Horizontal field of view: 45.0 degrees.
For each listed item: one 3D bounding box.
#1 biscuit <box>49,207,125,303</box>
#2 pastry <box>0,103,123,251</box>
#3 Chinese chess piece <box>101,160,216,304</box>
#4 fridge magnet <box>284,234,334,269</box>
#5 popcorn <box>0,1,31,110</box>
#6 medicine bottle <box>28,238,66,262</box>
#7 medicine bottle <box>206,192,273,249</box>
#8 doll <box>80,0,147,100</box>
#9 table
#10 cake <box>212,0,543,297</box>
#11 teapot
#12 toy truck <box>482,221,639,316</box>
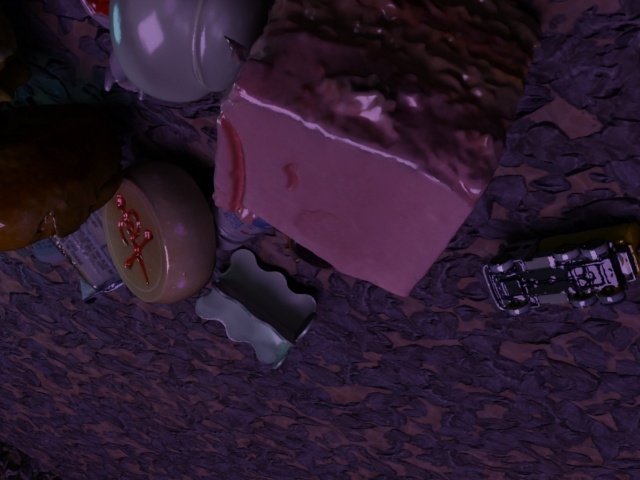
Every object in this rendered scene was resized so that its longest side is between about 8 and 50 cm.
[{"bbox_3d":[-0.441,-0.015,1.473,0.079,0.186,0.309,52,172,44],"label":"biscuit"},{"bbox_3d":[-0.482,-0.101,1.206,0.355,0.356,0.164,3,121,25],"label":"pastry"},{"bbox_3d":[-0.282,-0.013,1.330,0.250,0.097,0.251,22,120,44],"label":"Chinese chess piece"},{"bbox_3d":[0.000,0.000,1.332,0.143,0.063,0.143,17,144,13],"label":"fridge magnet"},{"bbox_3d":[-0.586,-0.287,1.118,0.290,0.321,0.325,-15,176,-16],"label":"popcorn"},{"bbox_3d":[-0.561,-0.105,1.452,0.110,0.110,0.352,8,142,18],"label":"medicine bottle"},{"bbox_3d":[-0.122,-0.055,1.291,0.105,0.105,0.168,38,141,-21],"label":"medicine bottle"},{"bbox_3d":[-0.237,-0.333,1.009,0.188,0.099,0.384,17,140,-6],"label":"doll"},{"bbox_3d":[-0.126,0.127,1.496,0.198,0.166,0.166,37,142,-7],"label":"table"},{"bbox_3d":[0.063,-0.145,0.906,0.314,0.307,0.293,21,146,2],"label":"cake"},{"bbox_3d":[-0.129,-0.300,0.852,0.149,0.220,0.318,22,136,14],"label":"teapot"},{"bbox_3d":[0.366,0.039,1.149,0.226,0.114,0.098,-12,110,38],"label":"toy truck"}]
